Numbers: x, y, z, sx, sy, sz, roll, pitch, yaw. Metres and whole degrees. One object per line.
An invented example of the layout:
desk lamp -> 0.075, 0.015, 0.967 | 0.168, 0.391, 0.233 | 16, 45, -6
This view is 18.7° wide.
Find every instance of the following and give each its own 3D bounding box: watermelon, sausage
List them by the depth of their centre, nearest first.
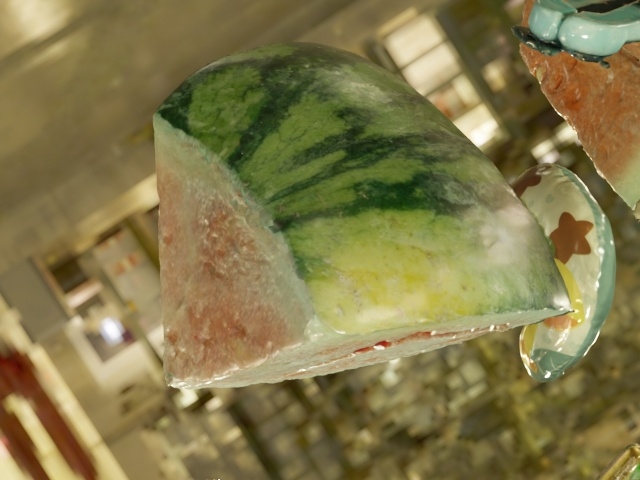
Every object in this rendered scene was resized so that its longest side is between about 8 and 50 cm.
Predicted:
watermelon -> 0.000, 0.000, 1.291 | 0.213, 0.261, 0.201 | -8, 144, -45
watermelon -> 0.271, -0.131, 1.681 | 0.193, 0.257, 0.140 | 8, 121, -51
sausage -> 0.239, 0.292, 1.898 | 0.269, 0.033, 0.033 | -52, 175, 18

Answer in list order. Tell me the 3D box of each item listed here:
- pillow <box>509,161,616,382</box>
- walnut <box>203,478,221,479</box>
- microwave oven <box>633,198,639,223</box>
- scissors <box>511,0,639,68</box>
pillow -> 0.242, 0.031, 2.058 | 0.086, 0.233, 0.214 | 1, 124, -22
walnut -> -0.039, 0.248, 1.256 | 0.087, 0.167, 0.211 | -38, -143, -26
microwave oven -> 0.331, 0.012, 1.091 | 0.145, 0.194, 0.240 | -45, -156, -22
scissors -> 0.196, -0.125, 0.949 | 0.393, 0.180, 0.032 | -19, 129, -55
